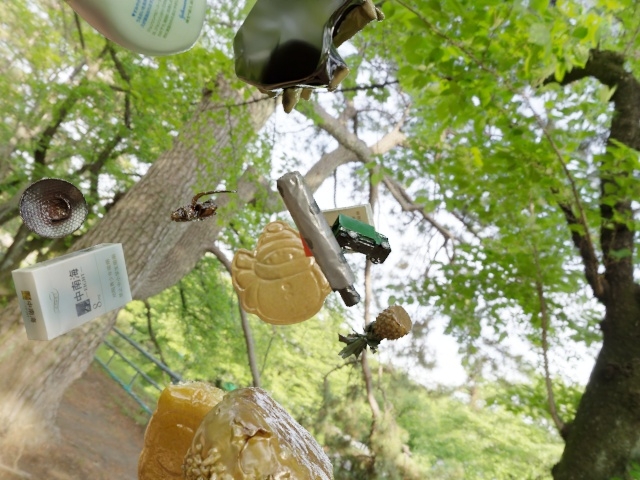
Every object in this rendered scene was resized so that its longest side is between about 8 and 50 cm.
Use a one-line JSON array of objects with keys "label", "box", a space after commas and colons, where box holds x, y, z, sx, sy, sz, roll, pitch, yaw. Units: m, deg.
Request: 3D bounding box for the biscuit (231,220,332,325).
[{"label": "biscuit", "box": [-0.137, 0.114, 1.609, 0.351, 0.312, 0.057, 64, -7, 9]}]

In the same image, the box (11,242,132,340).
[{"label": "box", "box": [-0.544, 0.106, 1.080, 0.067, 0.155, 0.243, -2, 11, 23]}]

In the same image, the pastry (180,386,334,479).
[{"label": "pastry", "box": [-0.087, 0.349, 0.713, 0.255, 0.162, 0.311, 48, -9, 10]}]

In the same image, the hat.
[{"label": "hat", "box": [-0.854, -0.101, 1.551, 0.193, 0.193, 0.082, 36, -14, -18]}]

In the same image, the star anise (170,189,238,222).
[{"label": "star anise", "box": [-0.305, -0.092, 1.278, 0.070, 0.191, 0.097, 69, -23, 7]}]

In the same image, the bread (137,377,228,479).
[{"label": "bread", "box": [-0.275, 0.419, 1.009, 0.174, 0.245, 0.121, 19, 1, 14]}]

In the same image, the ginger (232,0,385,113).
[{"label": "ginger", "box": [-0.004, -0.446, 1.030, 0.211, 0.358, 0.413, 15, 20, -43]}]

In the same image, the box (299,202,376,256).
[{"label": "box", "box": [0.045, -0.026, 1.374, 0.245, 0.035, 0.139, -4, -72, 34]}]

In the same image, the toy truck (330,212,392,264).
[{"label": "toy truck", "box": [0.099, 0.001, 1.184, 0.147, 0.079, 0.065, 21, -52, -12]}]

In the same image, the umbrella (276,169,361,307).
[{"label": "umbrella", "box": [0.000, 0.000, 1.080, 0.337, 0.067, 0.073, 62, 17, -8]}]

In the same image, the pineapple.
[{"label": "pineapple", "box": [0.171, 0.307, 1.605, 0.277, 0.119, 0.130, -39, -92, 33]}]

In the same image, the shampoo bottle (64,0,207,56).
[{"label": "shampoo bottle", "box": [-0.377, -0.471, 0.849, 0.151, 0.221, 0.350, 14, 6, 35]}]
